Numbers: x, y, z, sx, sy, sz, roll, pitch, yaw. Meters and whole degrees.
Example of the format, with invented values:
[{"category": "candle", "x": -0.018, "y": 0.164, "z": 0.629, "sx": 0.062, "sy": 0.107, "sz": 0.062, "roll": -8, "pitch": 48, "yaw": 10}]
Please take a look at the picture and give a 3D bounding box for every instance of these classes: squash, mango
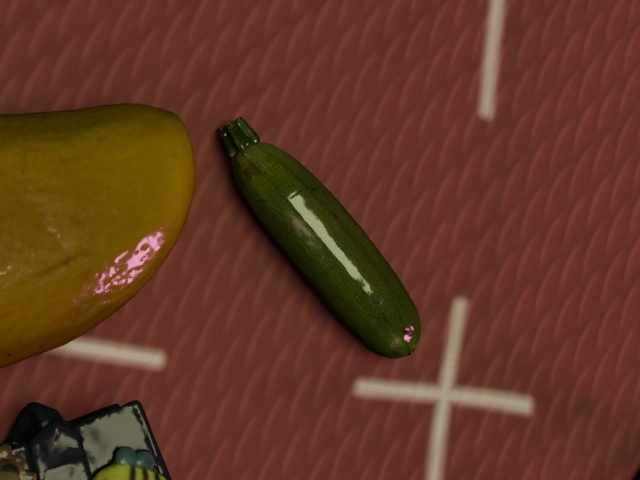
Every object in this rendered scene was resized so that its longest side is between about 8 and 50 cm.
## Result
[{"category": "squash", "x": 0.000, "y": 0.000, "z": 1.546, "sx": 0.066, "sy": 0.066, "sz": 0.252, "roll": -44, "pitch": 99, "yaw": -21}, {"category": "mango", "x": -0.247, "y": 0.000, "z": 1.409, "sx": 0.332, "sy": 0.142, "sz": 0.195, "roll": -7, "pitch": 91, "yaw": -25}]

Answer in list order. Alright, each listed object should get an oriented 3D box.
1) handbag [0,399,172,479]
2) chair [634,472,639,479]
[{"category": "handbag", "x": -0.229, "y": 0.303, "z": 1.391, "sx": 0.303, "sy": 0.122, "sz": 0.329, "roll": -20, "pitch": 90, "yaw": -22}, {"category": "chair", "x": 0.374, "y": 0.231, "z": 1.633, "sx": 0.154, "sy": 0.141, "sz": 0.260, "roll": 44, "pitch": 73, "yaw": -12}]
